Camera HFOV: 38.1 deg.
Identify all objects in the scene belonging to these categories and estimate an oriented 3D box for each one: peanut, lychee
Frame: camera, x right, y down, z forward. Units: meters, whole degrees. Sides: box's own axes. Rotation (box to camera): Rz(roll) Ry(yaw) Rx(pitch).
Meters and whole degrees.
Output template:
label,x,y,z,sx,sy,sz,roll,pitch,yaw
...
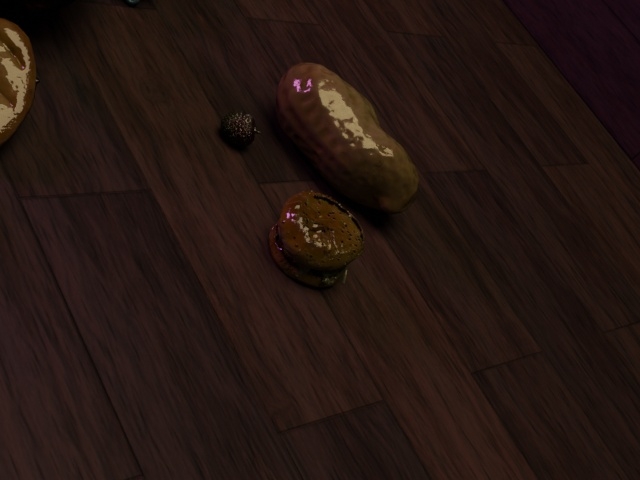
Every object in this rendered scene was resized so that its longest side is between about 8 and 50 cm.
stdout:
label,x,y,z,sx,sy,sz,roll,pitch,yaw
peanut,0.056,-0.211,1.942,0.387,0.169,0.192,51,34,8
lychee,-0.160,-0.224,1.854,0.083,0.068,0.067,17,10,-1

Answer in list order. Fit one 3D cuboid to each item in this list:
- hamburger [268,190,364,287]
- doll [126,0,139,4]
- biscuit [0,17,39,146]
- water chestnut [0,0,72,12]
label,x,y,z,sx,sy,sz,roll,pitch,yaw
hamburger,0.000,0.000,1.725,0.177,0.113,0.185,-14,61,-47
doll,-0.408,-0.660,1.971,0.177,0.141,0.314,-3,91,-15
biscuit,-0.563,-0.261,1.513,0.203,0.041,0.260,-6,73,-20
water chestnut,-0.495,-0.573,1.733,0.350,0.350,0.302,60,15,25
